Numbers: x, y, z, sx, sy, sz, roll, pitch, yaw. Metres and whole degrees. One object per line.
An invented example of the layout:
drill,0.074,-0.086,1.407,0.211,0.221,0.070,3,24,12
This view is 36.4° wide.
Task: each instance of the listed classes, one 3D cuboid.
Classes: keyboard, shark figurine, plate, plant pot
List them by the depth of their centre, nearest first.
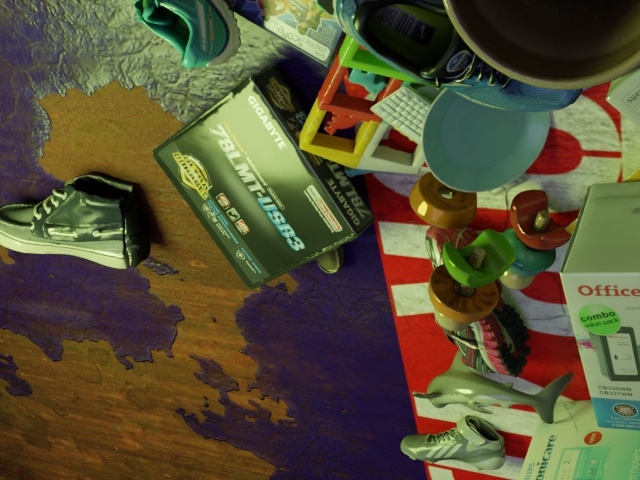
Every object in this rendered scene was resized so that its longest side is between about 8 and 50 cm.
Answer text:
plant pot,0.286,-0.331,1.065,0.263,0.229,0.263,17,132,19
plate,0.227,-0.155,1.350,0.188,0.024,0.188,-6,120,-11
keyboard,0.188,-0.138,1.391,0.256,0.014,0.072,31,136,-27
shark figurine,0.275,0.237,1.677,0.278,0.116,0.166,-4,159,42

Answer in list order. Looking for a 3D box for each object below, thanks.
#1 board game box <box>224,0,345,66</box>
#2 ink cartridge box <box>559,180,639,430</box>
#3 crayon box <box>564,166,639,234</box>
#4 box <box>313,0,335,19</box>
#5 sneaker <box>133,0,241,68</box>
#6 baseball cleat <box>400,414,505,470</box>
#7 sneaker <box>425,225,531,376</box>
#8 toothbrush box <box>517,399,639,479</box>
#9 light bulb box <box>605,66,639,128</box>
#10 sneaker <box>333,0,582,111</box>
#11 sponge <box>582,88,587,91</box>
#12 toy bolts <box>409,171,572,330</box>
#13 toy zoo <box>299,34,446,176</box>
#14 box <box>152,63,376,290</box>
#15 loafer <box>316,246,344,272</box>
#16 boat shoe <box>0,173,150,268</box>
board game box,-0.048,-0.353,1.384,0.201,0.035,0.136,31,136,2
ink cartridge box,0.444,0.083,1.244,0.198,0.197,0.270,-2,126,31
crayon box,0.529,0.007,1.332,0.323,0.083,0.203,37,136,-5
box,0.106,-0.360,1.230,0.100,0.060,0.244,35,133,-30
sneaker,-0.226,-0.363,1.402,0.275,0.110,0.107,51,144,10
baseball cleat,0.248,0.372,1.839,0.205,0.072,0.109,3,115,22
sneaker,0.231,0.103,1.565,0.112,0.121,0.299,-2,124,42
toothbrush box,0.491,0.370,1.577,0.295,0.216,0.126,-12,120,38
light bulb box,0.570,-0.194,1.028,0.361,0.225,0.358,38,136,-7
sneaker,0.172,-0.225,1.193,0.330,0.147,0.130,17,117,-11
sponge,0.288,-0.277,1.259,0.210,0.031,0.117,48,135,-15
toy bolts,0.236,0.013,1.443,0.218,0.228,0.158,60,151,34
toy zoo,0.090,-0.184,1.390,0.192,0.030,0.293,11,142,-15
box,-0.098,-0.091,1.578,0.293,0.073,0.295,-26,102,46
loafer,0.000,0.000,1.655,0.056,0.050,0.148,4,127,30
boat shoe,-0.485,-0.060,1.848,0.340,0.127,0.158,9,125,13
